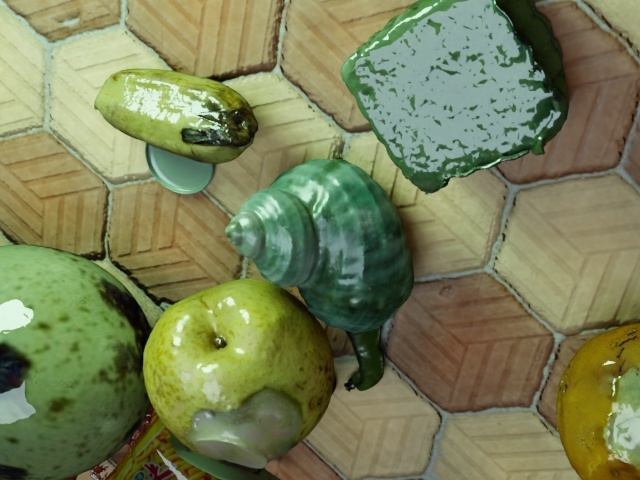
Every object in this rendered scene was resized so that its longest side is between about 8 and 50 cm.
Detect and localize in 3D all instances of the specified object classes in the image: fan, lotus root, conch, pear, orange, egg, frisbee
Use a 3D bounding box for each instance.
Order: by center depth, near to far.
[{"bbox_3d":[0.408,0.218,1.382,0.240,0.240,0.240,11,121,18],"label":"orange"},{"bbox_3d":[0.000,0.000,1.476,0.195,0.277,0.220,28,103,57],"label":"conch"},{"bbox_3d":[-0.190,-0.172,1.510,0.258,0.097,0.110,19,90,25],"label":"lotus root"},{"bbox_3d":[-0.113,0.172,1.527,0.271,0.271,0.271,11,121,18],"label":"pear"},{"bbox_3d":[-0.199,-0.117,1.592,0.110,0.014,0.110,10,121,17],"label":"frisbee"},{"bbox_3d":[-0.447,0.175,1.662,0.428,0.345,0.345,15,122,22],"label":"egg"},{"bbox_3d":[-0.095,0.362,1.755,0.310,0.182,0.010,24,97,-15],"label":"fan"}]

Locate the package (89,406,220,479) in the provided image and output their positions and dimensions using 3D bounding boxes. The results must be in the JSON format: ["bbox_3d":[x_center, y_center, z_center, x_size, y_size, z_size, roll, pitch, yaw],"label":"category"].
[{"bbox_3d":[-0.232,0.416,1.847,0.288,0.108,0.223,44,121,8],"label":"package"}]

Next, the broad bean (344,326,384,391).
[{"bbox_3d":[0.062,0.143,1.602,0.061,0.046,0.195,9,122,16],"label":"broad bean"}]

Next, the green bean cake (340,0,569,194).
[{"bbox_3d":[0.168,-0.185,1.326,0.227,0.125,0.222,-26,102,31],"label":"green bean cake"}]

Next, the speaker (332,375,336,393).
[{"bbox_3d":[-0.019,0.234,1.669,0.060,0.075,0.094,27,125,9],"label":"speaker"}]

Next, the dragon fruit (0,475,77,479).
[{"bbox_3d":[-0.479,0.347,1.880,0.172,0.172,0.209,17,108,15],"label":"dragon fruit"}]
